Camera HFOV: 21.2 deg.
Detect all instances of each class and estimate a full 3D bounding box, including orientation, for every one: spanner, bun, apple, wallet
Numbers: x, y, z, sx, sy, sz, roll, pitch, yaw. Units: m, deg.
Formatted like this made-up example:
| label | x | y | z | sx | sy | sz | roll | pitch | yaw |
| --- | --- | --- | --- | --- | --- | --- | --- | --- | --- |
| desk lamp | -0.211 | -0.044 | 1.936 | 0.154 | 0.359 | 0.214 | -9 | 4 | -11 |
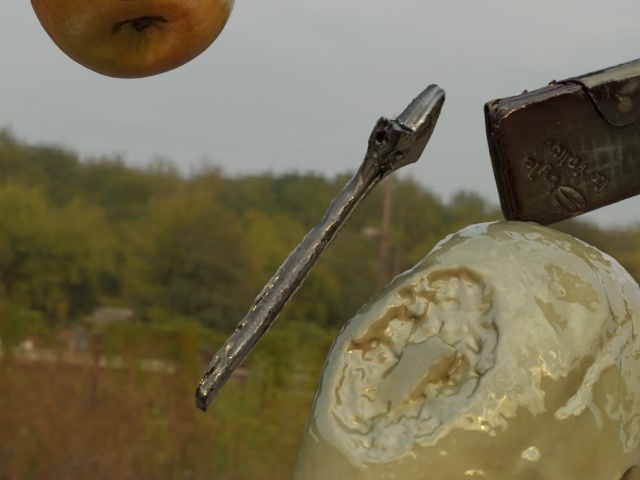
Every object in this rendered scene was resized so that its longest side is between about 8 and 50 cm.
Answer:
| label | x | y | z | sx | sy | sz | roll | pitch | yaw |
| --- | --- | --- | --- | --- | --- | --- | --- | --- | --- |
| spanner | 0.000 | 0.000 | 1.342 | 0.026 | 0.325 | 0.093 | 34 | -14 | 16 |
| bun | 0.153 | 0.173 | 1.327 | 0.202 | 0.364 | 0.364 | 27 | 10 | 38 |
| apple | -0.253 | -0.352 | 2.315 | 0.286 | 0.233 | 0.286 | -2 | -38 | -2 |
| wallet | 0.257 | -0.090 | 1.463 | 0.232 | 0.122 | 0.031 | -17 | 22 | -11 |
